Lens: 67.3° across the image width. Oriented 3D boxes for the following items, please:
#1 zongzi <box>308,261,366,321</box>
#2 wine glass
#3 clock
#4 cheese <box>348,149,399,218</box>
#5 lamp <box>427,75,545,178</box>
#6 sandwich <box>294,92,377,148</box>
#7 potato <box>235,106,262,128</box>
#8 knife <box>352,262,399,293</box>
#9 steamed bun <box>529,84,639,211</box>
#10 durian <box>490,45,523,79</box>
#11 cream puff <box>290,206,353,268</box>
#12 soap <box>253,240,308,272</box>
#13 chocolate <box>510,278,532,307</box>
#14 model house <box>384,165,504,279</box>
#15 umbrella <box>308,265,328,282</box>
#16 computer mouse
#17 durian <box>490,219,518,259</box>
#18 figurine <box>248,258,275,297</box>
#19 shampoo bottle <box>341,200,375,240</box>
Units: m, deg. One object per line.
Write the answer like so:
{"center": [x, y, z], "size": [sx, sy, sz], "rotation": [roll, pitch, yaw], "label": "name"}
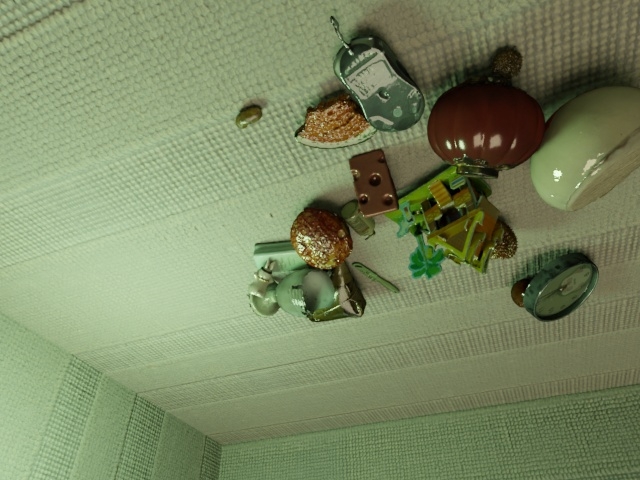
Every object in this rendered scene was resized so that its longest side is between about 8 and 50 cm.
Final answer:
{"center": [0.024, 0.204, 2.004], "size": [0.273, 0.145, 0.300], "rotation": [-13, 119, 24], "label": "zongzi"}
{"center": [-0.112, 0.211, 1.884], "size": [0.356, 0.191, 0.190], "rotation": [-8, 144, 43], "label": "wine glass"}
{"center": [0.969, 0.195, 1.935], "size": [0.318, 0.066, 0.319], "rotation": [-12, 128, -15], "label": "clock"}
{"center": [0.180, -0.164, 1.581], "size": [0.128, 0.203, 0.177], "rotation": [-16, 167, 12], "label": "cheese"}
{"center": [0.440, -0.300, 1.297], "size": [0.302, 0.257, 0.303], "rotation": [7, -177, 0], "label": "lamp"}
{"center": [0.035, -0.342, 1.394], "size": [0.234, 0.079, 0.159], "rotation": [-17, 133, 18], "label": "sandwich"}
{"center": [-0.212, -0.358, 1.399], "size": [0.092, 0.045, 0.046], "rotation": [-20, 171, 25], "label": "potato"}
{"center": [0.236, 0.162, 2.018], "size": [0.043, 0.020, 0.293], "rotation": [-31, 130, 33], "label": "knife"}
{"center": [0.741, -0.267, 1.331], "size": [0.374, 0.241, 0.375], "rotation": [-30, 154, -16], "label": "steamed bun"}
{"center": [0.490, -0.468, 1.262], "size": [0.080, 0.080, 0.091], "rotation": [18, 95, -20], "label": "durian"}
{"center": [0.000, 0.001, 1.688], "size": [0.239, 0.164, 0.240], "rotation": [12, 132, 13], "label": "cream puff"}
{"center": [-0.151, 0.064, 1.868], "size": [0.197, 0.067, 0.119], "rotation": [-6, 137, 6], "label": "soap"}
{"center": [0.860, 0.218, 1.999], "size": [0.127, 0.124, 0.133], "rotation": [24, 150, 27], "label": "chocolate"}
{"center": [0.400, -0.019, 1.578], "size": [0.357, 0.313, 0.242], "rotation": [-30, 136, 31], "label": "model house"}
{"center": [0.017, 0.086, 1.888], "size": [0.067, 0.073, 0.337], "rotation": [22, 134, -17], "label": "umbrella"}
{"center": [0.142, -0.444, 1.273], "size": [0.167, 0.090, 0.379], "rotation": [-26, 127, 28], "label": "computer mouse"}
{"center": [0.625, -0.002, 1.722], "size": [0.158, 0.168, 0.136], "rotation": [-17, 173, -43], "label": "durian"}
{"center": [-0.233, 0.139, 1.840], "size": [0.098, 0.146, 0.081], "rotation": [8, 166, 44], "label": "figurine"}
{"center": [0.146, -0.065, 1.709], "size": [0.079, 0.079, 0.162], "rotation": [-26, 133, 26], "label": "shampoo bottle"}
